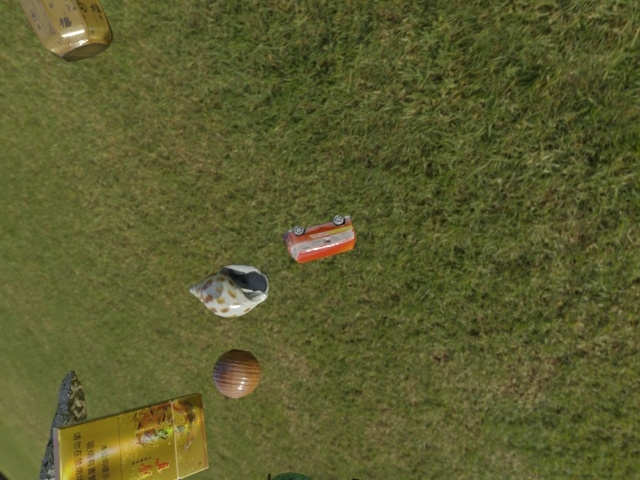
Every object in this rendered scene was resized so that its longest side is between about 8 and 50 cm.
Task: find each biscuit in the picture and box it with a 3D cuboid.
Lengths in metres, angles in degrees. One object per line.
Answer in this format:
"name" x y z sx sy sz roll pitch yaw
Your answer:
"biscuit" -0.530 0.431 0.946 0.290 0.038 0.141 -117 15 -50

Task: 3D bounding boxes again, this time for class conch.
"conch" -0.322 0.178 1.546 0.274 0.183 0.149 16 136 -4

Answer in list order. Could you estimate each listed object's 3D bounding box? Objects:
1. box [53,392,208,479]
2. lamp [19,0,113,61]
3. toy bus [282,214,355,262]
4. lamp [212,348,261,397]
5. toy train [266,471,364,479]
"box" -0.196 0.224 0.478 0.022 0.156 0.089 -16 76 44
"lamp" -0.555 -0.500 0.970 0.161 0.161 0.185 -8 111 40
"toy bus" 0.000 0.000 1.083 0.079 0.174 0.077 96 157 -61
"lamp" -0.231 0.366 1.226 0.136 0.136 0.136 20 131 24
"toy train" 0.011 0.326 0.448 0.154 0.115 0.269 10 173 -5
